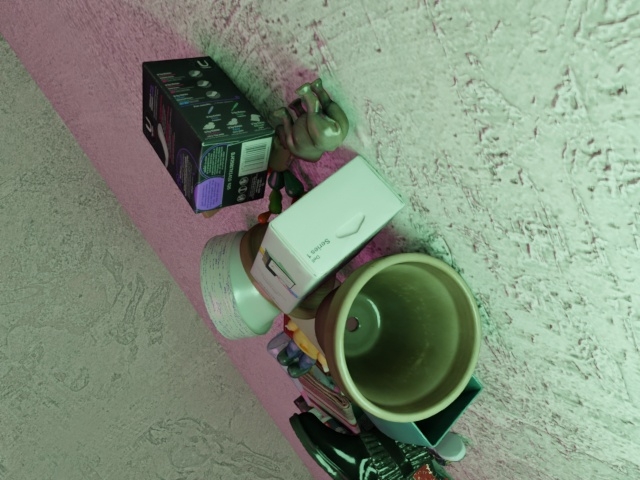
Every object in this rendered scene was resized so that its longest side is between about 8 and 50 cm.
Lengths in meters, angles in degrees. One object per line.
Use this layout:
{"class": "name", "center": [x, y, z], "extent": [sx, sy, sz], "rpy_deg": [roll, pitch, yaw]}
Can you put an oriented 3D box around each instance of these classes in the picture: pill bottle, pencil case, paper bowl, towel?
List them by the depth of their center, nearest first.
{"class": "paper bowl", "center": [-0.189, 0.112, 1.544], "extent": [0.148, 0.284, 0.284], "rpy_deg": [-11, 127, 16]}
{"class": "pill bottle", "center": [0.022, 0.595, 1.760], "extent": [0.180, 0.108, 0.108], "rpy_deg": [36, 154, 27]}
{"class": "towel", "center": [0.052, 0.544, 1.811], "extent": [0.237, 0.037, 0.329], "rpy_deg": [27, 149, 44]}
{"class": "pencil case", "center": [-0.067, 0.427, 1.969], "extent": [0.273, 0.113, 0.124], "rpy_deg": [55, 167, -10]}

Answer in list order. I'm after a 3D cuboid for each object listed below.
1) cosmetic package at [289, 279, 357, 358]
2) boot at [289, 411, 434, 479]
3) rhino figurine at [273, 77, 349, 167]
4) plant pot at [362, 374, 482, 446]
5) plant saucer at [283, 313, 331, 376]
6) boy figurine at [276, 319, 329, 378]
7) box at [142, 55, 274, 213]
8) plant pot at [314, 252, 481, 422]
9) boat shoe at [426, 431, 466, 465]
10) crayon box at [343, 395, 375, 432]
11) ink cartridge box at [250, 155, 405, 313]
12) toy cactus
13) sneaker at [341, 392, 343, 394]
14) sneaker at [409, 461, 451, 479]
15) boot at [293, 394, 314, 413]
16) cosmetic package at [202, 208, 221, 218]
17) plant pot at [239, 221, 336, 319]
{"class": "cosmetic package", "center": [0.028, 0.195, 1.410], "extent": [0.309, 0.113, 0.160], "rpy_deg": [49, 158, 7]}
{"class": "boot", "center": [0.112, 0.529, 1.580], "extent": [0.348, 0.260, 0.131], "rpy_deg": [43, 169, 12]}
{"class": "rhino figurine", "center": [-0.027, -0.180, 0.967], "extent": [0.106, 0.073, 0.243], "rpy_deg": [57, 160, -7]}
{"class": "plant pot", "center": [0.167, 0.302, 1.194], "extent": [0.165, 0.166, 0.234], "rpy_deg": [51, 152, 1]}
{"class": "plant saucer", "center": [-0.029, 0.299, 1.778], "extent": [0.258, 0.048, 0.259], "rpy_deg": [44, 158, 18]}
{"class": "boy figurine", "center": [-0.027, 0.282, 1.609], "extent": [0.177, 0.092, 0.285], "rpy_deg": [50, 144, 15]}
{"class": "box", "center": [-0.219, -0.204, 1.097], "extent": [0.270, 0.143, 0.165], "rpy_deg": [51, 143, 32]}
{"class": "plant pot", "center": [0.100, 0.149, 0.997], "extent": [0.263, 0.263, 0.229], "rpy_deg": [56, 161, -12]}
{"class": "boat shoe", "center": [0.315, 0.516, 1.431], "extent": [0.083, 0.065, 0.183], "rpy_deg": [52, 165, -8]}
{"class": "crayon box", "center": [0.117, 0.606, 1.935], "extent": [0.202, 0.081, 0.318], "rpy_deg": [51, 158, 1]}
{"class": "ink cartridge box", "center": [0.000, 0.000, 1.022], "extent": [0.117, 0.201, 0.278], "rpy_deg": [49, 158, 6]}
{"class": "toy cactus", "center": [-0.095, -0.133, 1.161], "extent": [0.219, 0.112, 0.180], "rpy_deg": [52, 151, 24]}
{"class": "sneaker", "center": [0.075, 0.359, 1.592], "extent": [0.085, 0.086, 0.237], "rpy_deg": [4, 148, 11]}
{"class": "sneaker", "center": [0.288, 0.679, 1.685], "extent": [0.262, 0.104, 0.125], "rpy_deg": [48, 160, 9]}
{"class": "boot", "center": [-0.008, 0.651, 2.146], "extent": [0.161, 0.083, 0.246], "rpy_deg": [52, -178, 26]}
{"class": "cosmetic package", "center": [-0.335, -0.126, 1.682], "extent": [0.115, 0.060, 0.041], "rpy_deg": [57, 158, -19]}
{"class": "plant pot", "center": [-0.045, 0.039, 1.234], "extent": [0.237, 0.237, 0.110], "rpy_deg": [49, 118, 4]}
